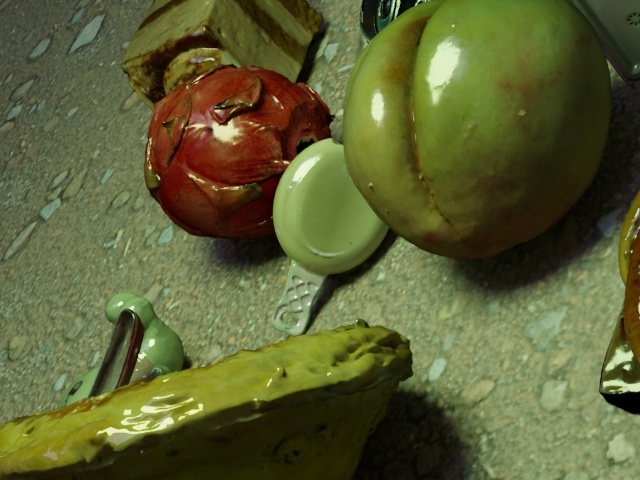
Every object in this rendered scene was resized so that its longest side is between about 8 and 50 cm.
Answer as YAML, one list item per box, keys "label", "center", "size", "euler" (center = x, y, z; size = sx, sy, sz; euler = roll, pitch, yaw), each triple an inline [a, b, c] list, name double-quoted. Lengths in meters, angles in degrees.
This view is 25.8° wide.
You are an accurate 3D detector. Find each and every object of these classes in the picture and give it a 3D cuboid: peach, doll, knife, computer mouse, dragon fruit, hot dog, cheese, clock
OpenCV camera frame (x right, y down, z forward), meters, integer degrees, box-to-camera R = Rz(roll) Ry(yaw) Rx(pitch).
- label: "peach"
  center: [0.159, -0.121, 1.442]
  size: [0.292, 0.247, 0.292]
  euler: [-8, 76, 33]
- label: "doll"
  center: [-0.248, 0.197, 1.685]
  size: [0.155, 0.113, 0.275]
  euler: [-7, 54, 58]
- label: "knife"
  center: [-0.273, 0.206, 1.590]
  size: [0.123, 0.053, 0.278]
  euler: [22, 80, 42]
- label: "computer mouse"
  center: [0.138, -0.351, 1.864]
  size: [0.137, 0.096, 0.233]
  euler: [3, 54, 51]
- label: "dragon fruit"
  center: [-0.104, -0.110, 1.751]
  size: [0.252, 0.241, 0.241]
  euler: [5, 52, 16]
- label: "hot dog"
  center: [0.346, -0.013, 1.217]
  size: [0.194, 0.107, 0.326]
  euler: [-3, 51, 48]
- label: "cheese"
  center: [0.000, 0.000, 1.609]
  size: [0.064, 0.137, 0.227]
  euler: [-150, 82, -86]
- label: "clock"
  center: [0.333, -0.269, 1.444]
  size: [0.147, 0.192, 0.071]
  euler: [-23, 37, 33]

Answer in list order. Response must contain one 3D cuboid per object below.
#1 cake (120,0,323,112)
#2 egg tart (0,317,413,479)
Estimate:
- label: "cake"
  center: [-0.147, -0.254, 1.981]
  size: [0.198, 0.196, 0.293]
  euler: [-23, 36, 35]
- label: "egg tart"
  center: [-0.105, 0.206, 1.322]
  size: [0.443, 0.443, 0.178]
  euler: [-21, 82, 35]
